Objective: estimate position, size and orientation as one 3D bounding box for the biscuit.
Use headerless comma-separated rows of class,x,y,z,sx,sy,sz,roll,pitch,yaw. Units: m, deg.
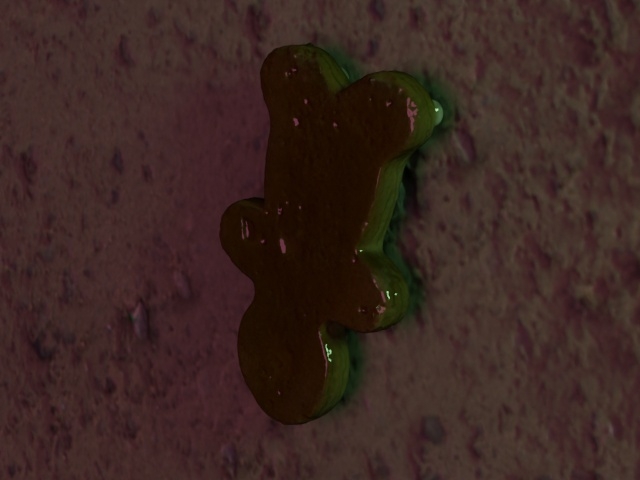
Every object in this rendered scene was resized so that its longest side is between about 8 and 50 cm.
biscuit,0.000,0.000,1.419,0.197,0.049,0.302,28,115,44
